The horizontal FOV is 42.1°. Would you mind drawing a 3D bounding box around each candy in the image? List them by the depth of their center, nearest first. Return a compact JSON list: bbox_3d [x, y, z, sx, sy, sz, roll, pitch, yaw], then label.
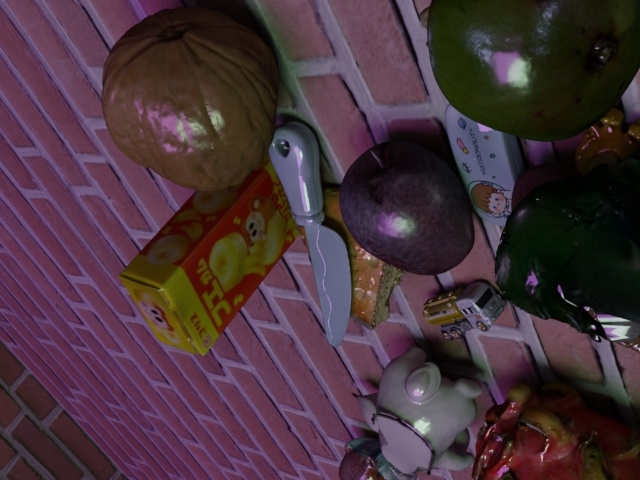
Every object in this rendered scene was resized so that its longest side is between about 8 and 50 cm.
[{"bbox_3d":[-0.139,0.009,1.154,0.088,0.276,0.146,14,143,32],"label":"candy"}]

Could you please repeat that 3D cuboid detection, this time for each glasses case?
[{"bbox_3d":[0.188,-0.087,0.924,0.067,0.045,0.178,10,140,39],"label":"glasses case"}]

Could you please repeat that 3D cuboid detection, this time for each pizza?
[{"bbox_3d":[0.044,0.004,1.168,0.204,0.081,0.188,26,125,35],"label":"pizza"}]

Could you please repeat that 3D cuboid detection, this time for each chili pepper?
[{"bbox_3d":[0.289,-0.001,0.760,0.265,0.116,0.148,-15,110,10],"label":"chili pepper"}]

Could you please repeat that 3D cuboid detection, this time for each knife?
[{"bbox_3d":[0.001,0.000,1.129,0.080,0.044,0.331,-1,112,39],"label":"knife"}]

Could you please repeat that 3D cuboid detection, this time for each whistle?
[{"bbox_3d":[0.115,0.494,1.682,0.142,0.133,0.346,15,151,18],"label":"whistle"}]

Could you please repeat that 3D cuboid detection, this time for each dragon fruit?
[{"bbox_3d":[0.340,0.329,1.140,0.269,0.250,0.291,-44,70,41],"label":"dragon fruit"}]

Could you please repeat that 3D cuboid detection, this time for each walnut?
[{"bbox_3d":[-0.153,-0.168,1.013,0.228,0.228,0.228,26,147,19],"label":"walnut"}]

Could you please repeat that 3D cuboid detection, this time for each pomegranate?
[{"bbox_3d":[0.166,-0.185,0.718,0.225,0.187,0.187,35,159,57],"label":"pomegranate"}]

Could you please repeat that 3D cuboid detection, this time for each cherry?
[{"bbox_3d":[0.101,-0.035,0.979,0.176,0.140,0.176,52,174,8],"label":"cherry"}]

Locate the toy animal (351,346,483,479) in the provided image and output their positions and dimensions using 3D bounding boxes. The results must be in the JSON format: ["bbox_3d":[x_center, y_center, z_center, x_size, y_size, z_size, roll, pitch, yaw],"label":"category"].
[{"bbox_3d":[0.152,0.289,1.349,0.208,0.154,0.325,45,153,0],"label":"toy animal"}]

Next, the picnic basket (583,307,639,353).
[{"bbox_3d":[0.346,0.070,0.918,0.193,0.110,0.055,26,125,18],"label":"picnic basket"}]

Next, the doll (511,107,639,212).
[{"bbox_3d":[0.266,-0.048,0.857,0.145,0.096,0.188,7,128,28],"label":"doll"}]

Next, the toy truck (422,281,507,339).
[{"bbox_3d":[0.195,0.095,1.148,0.063,0.052,0.123,49,149,-7],"label":"toy truck"}]
